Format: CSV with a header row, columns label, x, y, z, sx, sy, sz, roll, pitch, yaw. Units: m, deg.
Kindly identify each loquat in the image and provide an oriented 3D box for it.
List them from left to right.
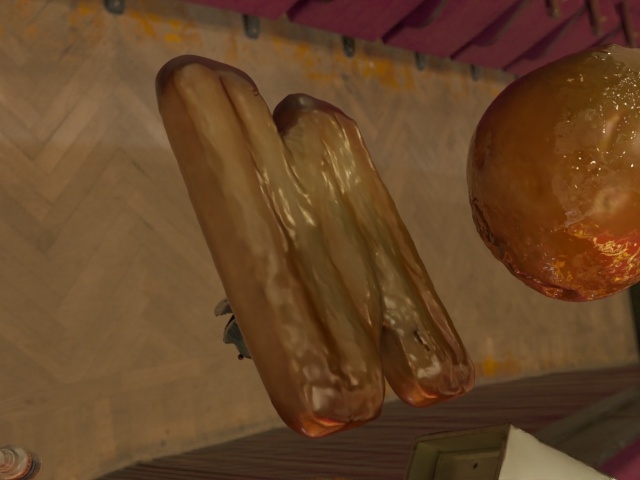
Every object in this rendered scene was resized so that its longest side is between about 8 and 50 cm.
label,x,y,z,sx,sy,sz,roll,pitch,yaw
loquat,0.309,-0.072,0.859,0.276,0.284,0.276,61,-2,4

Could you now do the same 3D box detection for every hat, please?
label,x,y,z,sx,sy,sz,roll,pitch,yaw
hat,-0.096,0.141,1.089,0.138,0.191,0.078,34,84,-15

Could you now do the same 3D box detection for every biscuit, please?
label,x,y,z,sx,sy,sz,roll,pitch,yaw
biscuit,0.000,0.000,0.575,0.237,0.062,0.290,2,58,-56

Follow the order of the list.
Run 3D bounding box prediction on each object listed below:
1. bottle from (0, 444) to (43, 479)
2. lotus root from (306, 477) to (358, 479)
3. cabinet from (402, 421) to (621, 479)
label,x,y,z,sx,sy,sz,roll,pitch,yaw
bottle,-0.527,0.381,1.290,0.060,0.217,0.060,2,70,-6
lotus root,0.073,0.525,1.350,0.193,0.291,0.193,-35,135,-44
cabinet,0.186,0.276,0.669,0.206,0.145,0.150,29,61,-15
